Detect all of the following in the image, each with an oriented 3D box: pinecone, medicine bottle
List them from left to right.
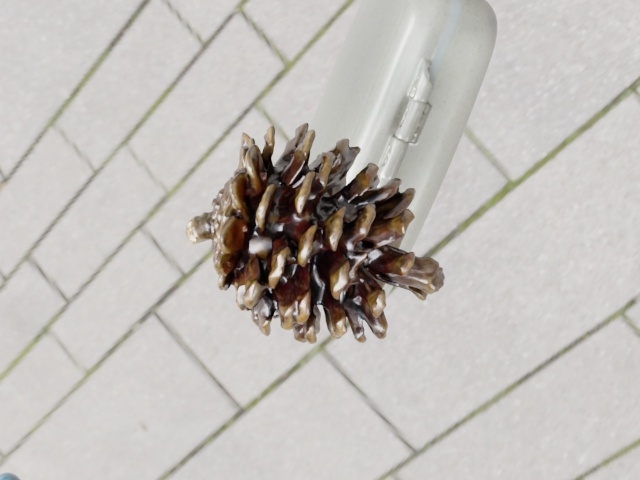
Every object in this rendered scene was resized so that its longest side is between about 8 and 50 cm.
[{"bbox_3d":[0.000,0.001,1.164,0.212,0.186,0.168,25,140,-18],"label":"pinecone"},{"bbox_3d":[0.063,-0.111,1.496,0.123,0.282,0.375,19,100,-17],"label":"medicine bottle"}]

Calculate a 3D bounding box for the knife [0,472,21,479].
[{"bbox_3d":[-0.155,0.247,0.910,0.244,0.032,0.058,42,152,30],"label":"knife"}]
